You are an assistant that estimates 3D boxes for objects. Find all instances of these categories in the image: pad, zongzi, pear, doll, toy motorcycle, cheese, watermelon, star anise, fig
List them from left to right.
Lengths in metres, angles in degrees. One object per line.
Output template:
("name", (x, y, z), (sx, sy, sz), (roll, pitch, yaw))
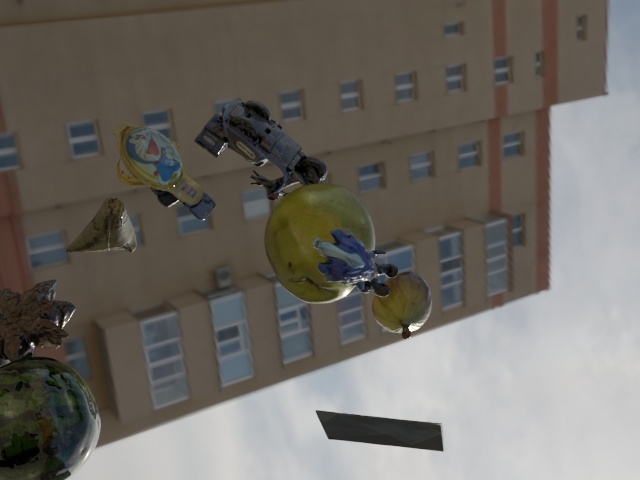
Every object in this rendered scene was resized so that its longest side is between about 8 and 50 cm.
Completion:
("star anise", (-0.752, 0.213, 2.025), (0.315, 0.315, 0.108), (48, -19, 40))
("watermelon", (-0.619, 0.396, 1.774), (0.285, 0.285, 0.285), (33, -50, 51))
("zongzi", (-0.537, -0.032, 1.948), (0.160, 0.176, 0.078), (88, -4, -50))
("cheese", (-0.377, -0.163, 1.869), (0.250, 0.157, 0.064), (44, -16, 36))
("cheese", (-0.335, -0.152, 1.755), (0.270, 0.177, 0.069), (46, -59, -11))
("toy motorcycle", (-0.149, -0.231, 2.219), (0.359, 0.125, 0.212), (38, -42, -6))
("pear", (0.000, 0.000, 1.976), (0.294, 0.294, 0.294), (33, -50, 51))
("doll", (0.052, 0.037, 1.370), (0.070, 0.195, 0.096), (14, -101, 48))
("pad", (0.119, 0.373, 1.597), (0.163, 0.243, 0.004), (72, 25, -55))
("fig", (0.191, 0.170, 2.035), (0.143, 0.231, 0.160), (42, -64, 10))
